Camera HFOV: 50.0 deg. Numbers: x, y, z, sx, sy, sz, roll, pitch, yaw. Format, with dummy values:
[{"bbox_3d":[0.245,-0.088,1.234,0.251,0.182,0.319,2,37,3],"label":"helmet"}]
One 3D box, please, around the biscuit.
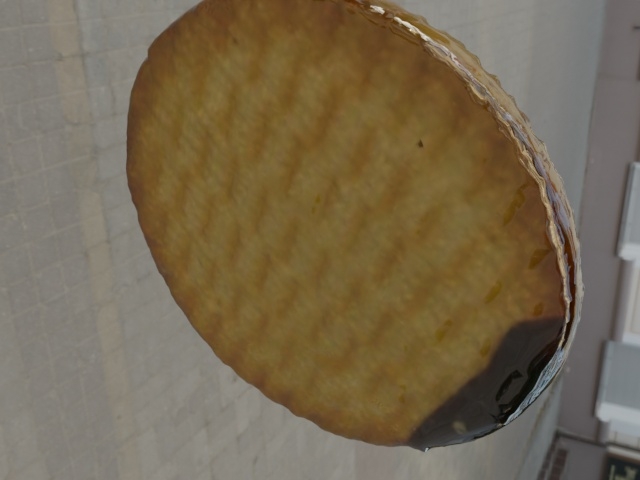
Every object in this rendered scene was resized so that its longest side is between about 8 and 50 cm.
[{"bbox_3d":[0.000,0.000,0.428,0.040,0.318,0.318,-42,134,-45],"label":"biscuit"}]
